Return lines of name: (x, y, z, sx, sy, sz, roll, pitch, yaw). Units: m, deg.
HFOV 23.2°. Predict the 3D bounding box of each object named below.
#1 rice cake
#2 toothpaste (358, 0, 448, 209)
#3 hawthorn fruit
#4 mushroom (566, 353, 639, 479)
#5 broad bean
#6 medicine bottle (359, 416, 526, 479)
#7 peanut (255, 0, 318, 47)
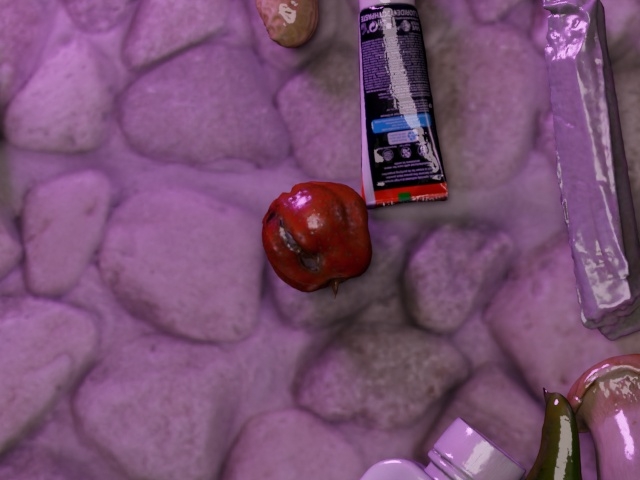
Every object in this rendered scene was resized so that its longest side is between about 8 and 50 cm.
rice cake: (0.207, -0.060, 1.177, 0.055, 0.049, 0.269, -15, 76, 32)
toothpaste: (0.056, -0.122, 1.227, 0.071, 0.045, 0.193, -8, 85, 19)
hawthorn fruit: (0.000, 0.000, 1.195, 0.093, 0.093, 0.093, -2, 80, 12)
mushroom: (0.239, 0.187, 1.108, 0.088, 0.097, 0.212, -7, 68, -33)
broad bean: (0.172, 0.254, 1.121, 0.060, 0.043, 0.297, -5, 90, 55)
medicine bottle: (0.070, 0.220, 1.146, 0.119, 0.069, 0.183, 38, 91, 16)
peanut: (-0.027, -0.209, 1.254, 0.054, 0.054, 0.113, -4, 77, 12)
